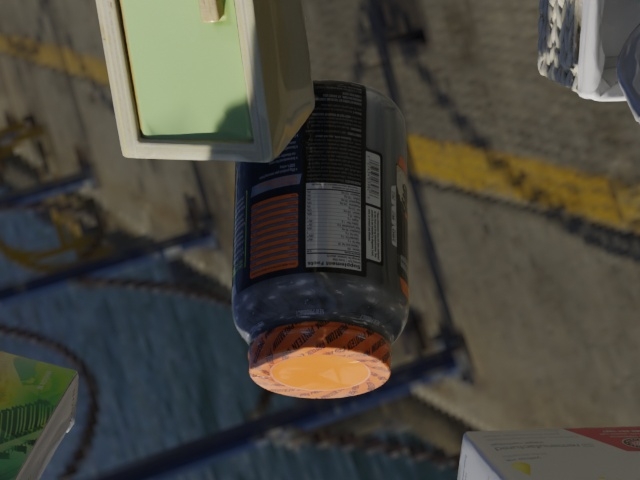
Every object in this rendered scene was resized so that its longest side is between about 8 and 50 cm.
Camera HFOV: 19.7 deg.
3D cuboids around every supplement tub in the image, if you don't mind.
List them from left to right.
[{"bbox_3d":[0.000,0.000,2.007,0.193,0.193,0.316,111,162,-64],"label":"supplement tub"}]

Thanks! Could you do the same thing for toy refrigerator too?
[{"bbox_3d":[-0.078,-0.184,1.080,0.094,0.102,0.270,-56,-35,-57],"label":"toy refrigerator"}]

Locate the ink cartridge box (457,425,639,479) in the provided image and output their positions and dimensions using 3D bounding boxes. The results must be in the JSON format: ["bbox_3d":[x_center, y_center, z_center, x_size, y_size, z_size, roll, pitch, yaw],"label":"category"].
[{"bbox_3d":[0.349,0.356,2.139,0.385,0.279,0.160,-134,47,-68],"label":"ink cartridge box"}]

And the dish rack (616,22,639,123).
[{"bbox_3d":[0.375,-0.076,1.237,0.072,0.285,0.333,53,-164,-44],"label":"dish rack"}]

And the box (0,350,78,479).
[{"bbox_3d":[-0.362,0.133,1.340,0.232,0.322,0.058,-69,-6,-61],"label":"box"}]

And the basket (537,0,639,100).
[{"bbox_3d":[0.272,-0.181,1.529,0.103,0.167,0.113,-150,58,-64],"label":"basket"}]
